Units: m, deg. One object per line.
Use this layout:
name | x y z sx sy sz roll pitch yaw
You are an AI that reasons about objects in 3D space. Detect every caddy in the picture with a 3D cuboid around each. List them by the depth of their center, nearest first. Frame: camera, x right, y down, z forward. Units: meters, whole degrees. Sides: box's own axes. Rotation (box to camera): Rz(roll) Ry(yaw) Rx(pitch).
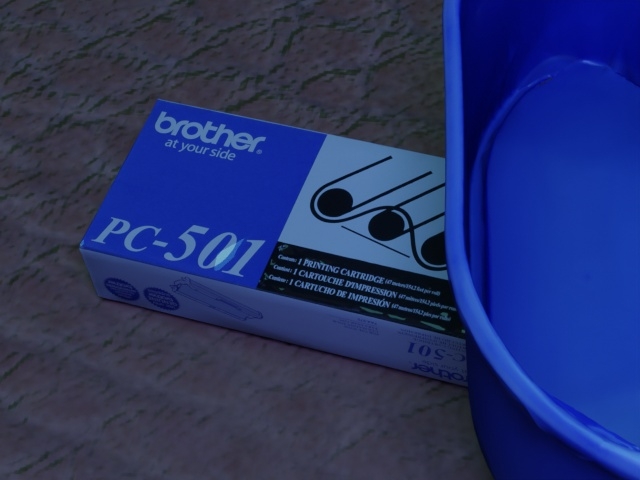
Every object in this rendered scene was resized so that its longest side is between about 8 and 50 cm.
caddy | 0.169 -0.027 0.752 0.241 0.179 0.341 0 55 2

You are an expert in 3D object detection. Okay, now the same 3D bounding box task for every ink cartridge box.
ink cartridge box | 0.000 0.000 0.891 0.207 0.046 0.097 13 58 19
